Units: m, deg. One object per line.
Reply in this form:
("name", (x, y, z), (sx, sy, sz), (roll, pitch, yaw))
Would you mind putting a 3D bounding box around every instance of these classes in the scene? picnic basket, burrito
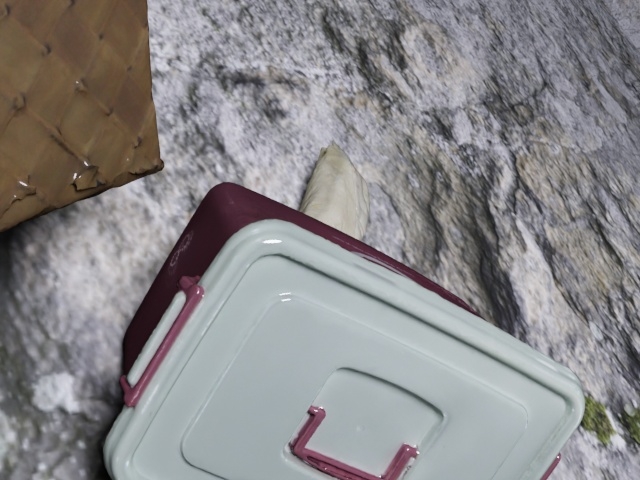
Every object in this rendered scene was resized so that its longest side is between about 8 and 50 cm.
("picnic basket", (-0.271, -0.153, 0.506), (0.321, 0.291, 0.254), (13, 24, 30))
("burrito", (0.000, 0.000, 0.805), (0.082, 0.059, 0.275), (51, 33, -21))

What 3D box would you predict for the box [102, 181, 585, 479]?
("box", (0.007, 0.094, 0.591), (0.294, 0.193, 0.167), (28, 9, -24))
